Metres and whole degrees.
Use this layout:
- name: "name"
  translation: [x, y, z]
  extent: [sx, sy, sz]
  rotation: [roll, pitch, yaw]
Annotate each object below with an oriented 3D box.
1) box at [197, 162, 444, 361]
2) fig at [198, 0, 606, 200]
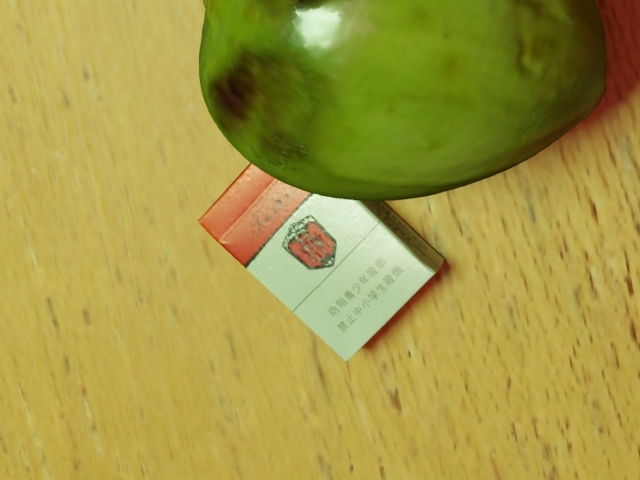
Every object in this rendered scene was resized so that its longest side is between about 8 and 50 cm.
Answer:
- name: "box"
  translation: [0.000, 0.000, 1.253]
  extent: [0.152, 0.048, 0.100]
  rotation: [44, 108, 2]
- name: "fig"
  translation: [0.057, -0.135, 1.113]
  extent: [0.271, 0.239, 0.239]
  rotation: [18, 110, -17]
